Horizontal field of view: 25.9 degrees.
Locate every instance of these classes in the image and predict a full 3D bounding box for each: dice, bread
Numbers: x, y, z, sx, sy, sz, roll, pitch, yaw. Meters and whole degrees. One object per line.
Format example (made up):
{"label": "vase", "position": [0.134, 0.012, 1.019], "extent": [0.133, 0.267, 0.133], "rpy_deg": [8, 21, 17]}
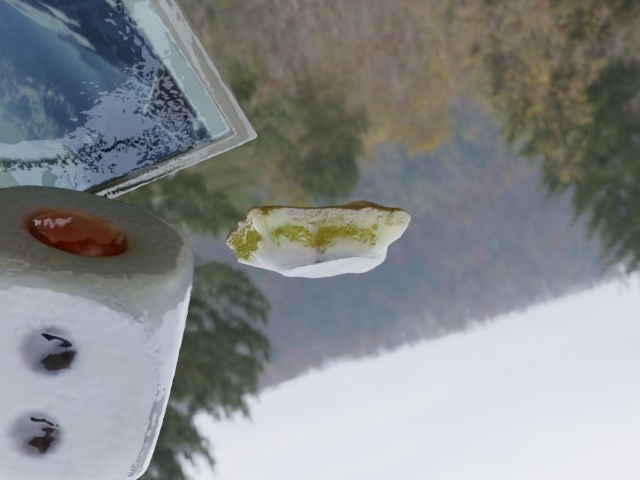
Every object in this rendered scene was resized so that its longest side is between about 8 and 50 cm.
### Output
{"label": "dice", "position": [-0.209, 0.075, 1.107], "extent": [0.194, 0.192, 0.193], "rpy_deg": [14, -160, -9]}
{"label": "bread", "position": [0.000, 0.000, 1.880], "extent": [0.233, 0.088, 0.161], "rpy_deg": [-4, 171, -17]}

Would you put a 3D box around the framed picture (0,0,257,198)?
{"label": "framed picture", "position": [-0.223, -0.143, 1.142], "extent": [0.247, 0.022, 0.335], "rpy_deg": [-21, 142, 7]}
